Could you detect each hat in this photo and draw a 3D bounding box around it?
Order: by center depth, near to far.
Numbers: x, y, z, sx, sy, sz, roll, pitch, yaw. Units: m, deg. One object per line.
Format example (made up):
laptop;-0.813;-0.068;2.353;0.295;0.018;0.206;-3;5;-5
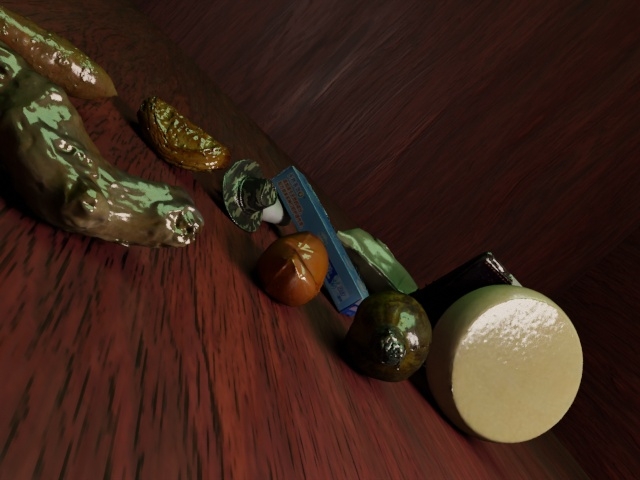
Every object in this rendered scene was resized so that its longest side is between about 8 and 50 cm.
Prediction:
hat;-0.097;-0.067;0.977;0.121;0.050;0.121;26;61;-61

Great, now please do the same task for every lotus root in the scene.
lotus root;0.092;0.127;0.868;0.120;0.120;0.209;46;3;0

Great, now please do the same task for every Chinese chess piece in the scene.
Chinese chess piece;0.309;0.208;1.102;0.273;0.273;0.102;45;-7;-14

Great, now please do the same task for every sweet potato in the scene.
sweet potato;-0.300;-0.199;0.675;0.068;0.060;0.206;4;-22;38

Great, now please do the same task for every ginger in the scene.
ginger;-0.212;-0.077;0.467;0.290;0.084;0.122;40;-13;-19

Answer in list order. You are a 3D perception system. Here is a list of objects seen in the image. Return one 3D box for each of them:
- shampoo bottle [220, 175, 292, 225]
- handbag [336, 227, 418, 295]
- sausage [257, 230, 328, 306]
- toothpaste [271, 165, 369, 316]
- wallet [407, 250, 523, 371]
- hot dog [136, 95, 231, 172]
shampoo bottle;-0.110;-0.077;1.109;0.108;0.051;0.221;53;8;12
handbag;0.130;0.072;1.469;0.253;0.109;0.316;50;1;3
sausage;-0.035;0.035;0.837;0.089;0.089;0.179;46;10;-2
toothpaste;0.000;0.000;1.117;0.272;0.053;0.066;63;14;20
wallet;0.275;0.164;1.222;0.221;0.262;0.071;46;27;-13
hot dog;-0.196;-0.142;0.915;0.147;0.065;0.099;35;7;1
